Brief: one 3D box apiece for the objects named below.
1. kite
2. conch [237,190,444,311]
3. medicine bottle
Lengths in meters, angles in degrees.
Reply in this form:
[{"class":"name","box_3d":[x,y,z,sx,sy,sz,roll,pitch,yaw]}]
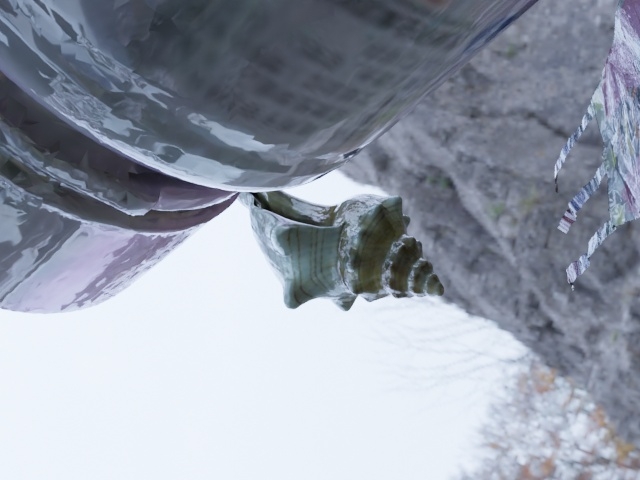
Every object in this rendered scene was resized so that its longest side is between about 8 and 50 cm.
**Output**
[{"class":"kite","box_3d":[0.254,-0.073,0.965,0.360,0.022,0.204,98,166,-63]},{"class":"conch","box_3d":[0.002,0.013,0.992,0.137,0.234,0.114,-24,-61,-69]},{"class":"medicine bottle","box_3d":[-0.063,-0.134,0.477,0.256,0.325,0.256,31,-143,-27]}]
